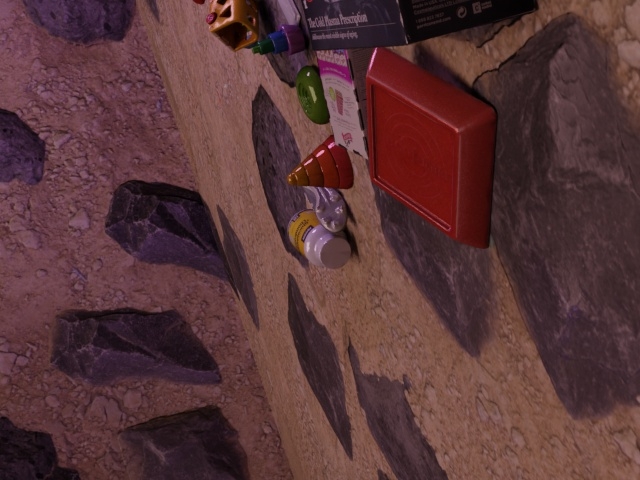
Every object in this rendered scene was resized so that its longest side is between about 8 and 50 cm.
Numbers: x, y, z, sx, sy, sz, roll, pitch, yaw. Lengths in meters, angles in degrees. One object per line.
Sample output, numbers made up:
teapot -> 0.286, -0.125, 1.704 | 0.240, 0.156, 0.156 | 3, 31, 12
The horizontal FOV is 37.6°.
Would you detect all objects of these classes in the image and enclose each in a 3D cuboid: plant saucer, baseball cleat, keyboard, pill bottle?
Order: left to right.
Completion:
keyboard -> -0.096, -0.550, 1.982 | 0.072, 0.014, 0.256 | 96, 151, -68
pill bottle -> 0.000, 0.000, 2.121 | 0.184, 0.103, 0.103 | -140, 34, -62
baseball cleat -> 0.014, -0.080, 2.081 | 0.109, 0.072, 0.205 | 69, 178, -55
plant saucer -> 0.153, -0.134, 1.426 | 0.258, 0.048, 0.259 | 39, 146, 39

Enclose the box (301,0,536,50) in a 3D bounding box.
box -> 0.084, -0.415, 1.194 | 0.343, 0.179, 0.312 | -154, 48, -69

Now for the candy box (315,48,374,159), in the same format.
candy box -> 0.060, -0.273, 1.647 | 0.159, 0.071, 0.233 | -142, 37, -63

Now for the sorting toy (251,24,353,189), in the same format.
sorting toy -> -0.052, -0.260, 1.940 | 0.127, 0.126, 0.365 | -173, 63, -74

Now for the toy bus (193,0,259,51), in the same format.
toy bus -> -0.189, -0.535, 2.136 | 0.202, 0.104, 0.191 | 65, -152, -12
